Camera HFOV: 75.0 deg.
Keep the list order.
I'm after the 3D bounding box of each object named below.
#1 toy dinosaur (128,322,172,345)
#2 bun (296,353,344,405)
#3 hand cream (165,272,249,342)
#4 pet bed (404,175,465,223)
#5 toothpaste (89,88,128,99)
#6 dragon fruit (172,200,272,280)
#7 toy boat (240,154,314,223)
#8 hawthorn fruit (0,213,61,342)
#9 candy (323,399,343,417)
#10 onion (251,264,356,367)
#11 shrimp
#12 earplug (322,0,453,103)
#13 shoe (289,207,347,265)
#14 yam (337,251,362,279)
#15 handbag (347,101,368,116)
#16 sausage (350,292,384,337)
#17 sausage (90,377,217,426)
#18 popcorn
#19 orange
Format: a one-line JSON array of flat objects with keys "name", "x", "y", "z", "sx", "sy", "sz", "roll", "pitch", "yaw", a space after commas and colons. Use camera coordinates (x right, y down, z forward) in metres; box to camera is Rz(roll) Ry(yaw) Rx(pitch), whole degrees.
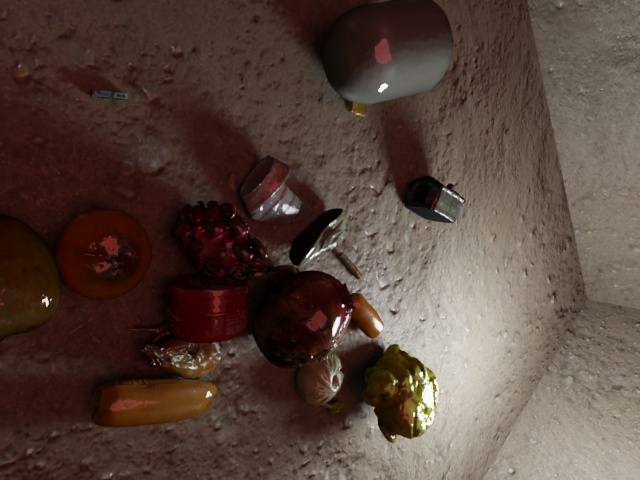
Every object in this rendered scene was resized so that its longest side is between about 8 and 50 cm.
[{"name": "toy dinosaur", "x": -0.443, "y": 0.250, "z": 1.191, "sx": 0.126, "sy": 0.039, "sz": 0.162, "roll": -55, "pitch": 127, "yaw": -27}, {"name": "bun", "x": 0.014, "y": 0.505, "z": 1.523, "sx": 0.193, "sy": 0.127, "sz": 0.179, "roll": -16, "pitch": 105, "yaw": -37}, {"name": "hand cream", "x": -0.311, "y": 0.181, "z": 1.166, "sx": 0.230, "sy": 0.230, "sz": 0.150, "roll": -6, "pitch": 102, "yaw": -37}, {"name": "pet bed", "x": 0.484, "y": -0.180, "z": 1.755, "sx": 0.210, "sy": 0.183, "sz": 0.160, "roll": 23, "pitch": 84, "yaw": -38}, {"name": "toothpaste", "x": -0.531, "y": -0.366, "z": 1.047, "sx": 0.083, "sy": 0.020, "sz": 0.017, "roll": -8, "pitch": 97, "yaw": -37}, {"name": "dragon fruit", "x": -0.274, "y": 0.005, "z": 1.149, "sx": 0.198, "sy": 0.272, "sz": 0.219, "roll": 26, "pitch": 86, "yaw": -61}, {"name": "toy boat", "x": -0.127, "y": -0.127, "z": 1.369, "sx": 0.282, "sy": 0.096, "sz": 0.206, "roll": 40, "pitch": 78, "yaw": -47}, {"name": "hawthorn fruit", "x": -0.689, "y": 0.065, "z": 0.843, "sx": 0.267, "sy": 0.267, "sz": 0.301, "roll": -23, "pitch": 107, "yaw": -33}, {"name": "candy", "x": 0.012, "y": 0.625, "z": 1.593, "sx": 0.193, "sy": 0.062, "sz": 0.058, "roll": 31, "pitch": 122, "yaw": -28}, {"name": "onion", "x": -0.048, "y": 0.241, "z": 1.307, "sx": 0.353, "sy": 0.353, "sz": 0.355, "roll": -6, "pitch": 100, "yaw": -37}, {"name": "shrimp", "x": -0.393, "y": 0.322, "z": 1.195, "sx": 0.294, "sy": 0.062, "sz": 0.154, "roll": 32, "pitch": 82, "yaw": -56}, {"name": "earplug", "x": 0.197, "y": -0.629, "z": 1.402, "sx": 0.393, "sy": 0.312, "sz": 0.313, "roll": -24, "pitch": 110, "yaw": -30}, {"name": "shoe", "x": 0.000, "y": 0.000, "z": 1.457, "sx": 0.275, "sy": 0.103, "sz": 0.098, "roll": -44, "pitch": 121, "yaw": -26}, {"name": "yam", "x": 0.113, "y": 0.097, "z": 1.603, "sx": 0.145, "sy": 0.032, "sz": 0.032, "roll": 49, "pitch": 67, "yaw": -33}, {"name": "handbag", "x": 0.140, "y": -0.497, "z": 1.544, "sx": 0.083, "sy": 0.027, "sz": 0.061, "roll": 7, "pitch": 91, "yaw": -39}, {"name": "sausage", "x": 0.172, "y": 0.296, "z": 1.639, "sx": 0.098, "sy": 0.098, "sz": 0.238, "roll": -51, "pitch": 121, "yaw": -21}, {"name": "sausage", "x": -0.441, "y": 0.449, "z": 1.167, "sx": 0.353, "sy": 0.116, "sz": 0.134, "roll": 14, "pitch": 108, "yaw": -39}, {"name": "popcorn", "x": 0.326, "y": 0.617, "z": 1.673, "sx": 0.293, "sy": 0.292, "sz": 0.334, "roll": -37, "pitch": 87, "yaw": 9}, {"name": "orange", "x": -0.522, "y": 0.033, "z": 1.013, "sx": 0.223, "sy": 0.170, "sz": 0.224, "roll": -9, "pitch": 104, "yaw": -41}]
